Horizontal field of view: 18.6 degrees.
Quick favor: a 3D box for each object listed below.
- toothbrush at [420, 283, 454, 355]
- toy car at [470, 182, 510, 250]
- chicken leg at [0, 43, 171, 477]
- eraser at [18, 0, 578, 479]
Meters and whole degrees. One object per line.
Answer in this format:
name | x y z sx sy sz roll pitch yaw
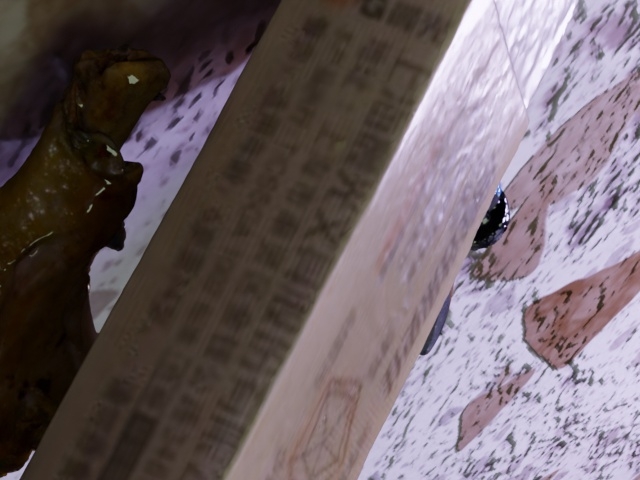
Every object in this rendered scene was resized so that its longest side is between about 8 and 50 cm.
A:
toothbrush | 0.083 -0.035 1.052 0.031 0.023 0.321 -23 148 -24
toy car | 0.016 0.008 0.961 0.171 0.070 0.080 -44 156 -2
chicken leg | -0.106 0.017 0.773 0.207 0.101 0.085 -60 180 23
eraser | 0.000 0.000 0.777 0.343 0.078 0.144 -63 159 -15
